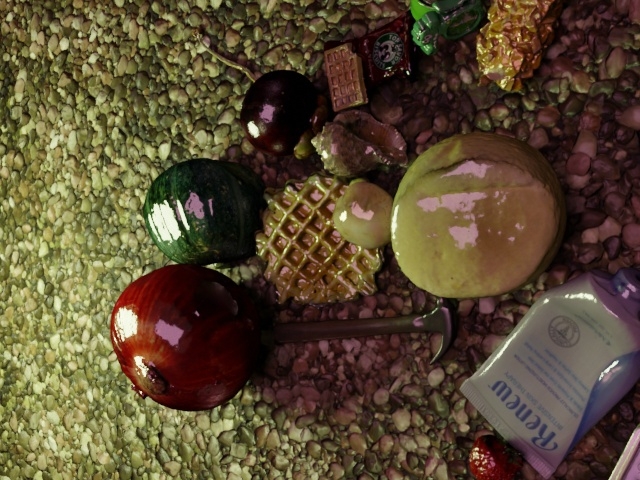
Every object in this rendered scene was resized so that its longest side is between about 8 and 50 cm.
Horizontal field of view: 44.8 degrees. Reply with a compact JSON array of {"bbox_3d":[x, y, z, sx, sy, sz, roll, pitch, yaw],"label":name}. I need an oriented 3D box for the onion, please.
[{"bbox_3d":[-0.282,0.206,1.726,0.341,0.341,0.342,-1,89,32],"label":"onion"}]

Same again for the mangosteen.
[{"bbox_3d":[-0.060,-0.263,1.678,0.230,0.194,0.194,25,103,5],"label":"mangosteen"}]

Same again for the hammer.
[{"bbox_3d":[0.084,0.182,1.645,0.439,0.044,0.169,-8,94,34],"label":"hammer"}]

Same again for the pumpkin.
[{"bbox_3d":[-0.287,-0.060,1.802,0.292,0.196,0.264,-14,84,33],"label":"pumpkin"}]

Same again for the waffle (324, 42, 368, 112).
[{"bbox_3d":[0.053,-0.344,1.629,0.092,0.021,0.135,-9,89,42],"label":"waffle"}]

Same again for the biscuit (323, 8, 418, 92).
[{"bbox_3d":[0.115,-0.380,1.629,0.235,0.063,0.152,-13,83,40],"label":"biscuit"}]

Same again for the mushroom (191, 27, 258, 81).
[{"bbox_3d":[-0.219,-0.432,1.869,0.026,0.028,0.286,-37,64,-20],"label":"mushroom"}]

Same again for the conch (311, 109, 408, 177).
[{"bbox_3d":[0.083,-0.204,1.610,0.207,0.130,0.156,7,77,14],"label":"conch"}]

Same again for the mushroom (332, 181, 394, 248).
[{"bbox_3d":[0.093,-0.049,1.558,0.148,0.148,0.112,18,55,31],"label":"mushroom"}]

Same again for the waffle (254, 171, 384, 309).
[{"bbox_3d":[0.000,0.000,1.693,0.316,0.073,0.298,-7,91,24],"label":"waffle"}]

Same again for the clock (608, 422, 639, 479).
[{"bbox_3d":[0.600,0.412,1.309,0.192,0.071,0.147,29,104,29],"label":"clock"}]

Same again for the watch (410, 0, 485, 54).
[{"bbox_3d":[0.229,-0.470,1.507,0.165,0.131,0.152,-25,70,0],"label":"watch"}]

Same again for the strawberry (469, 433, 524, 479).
[{"bbox_3d":[0.323,0.420,1.467,0.106,0.106,0.106,-1,89,32],"label":"strawberry"}]

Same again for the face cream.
[{"bbox_3d":[0.446,0.217,1.404,0.235,0.137,0.420,45,123,23],"label":"face cream"}]

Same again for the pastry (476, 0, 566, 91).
[{"bbox_3d":[0.365,-0.398,1.452,0.154,0.102,0.250,35,107,29],"label":"pastry"}]

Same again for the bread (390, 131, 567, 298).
[{"bbox_3d":[0.286,-0.049,1.428,0.320,0.237,0.321,9,108,28],"label":"bread"}]
